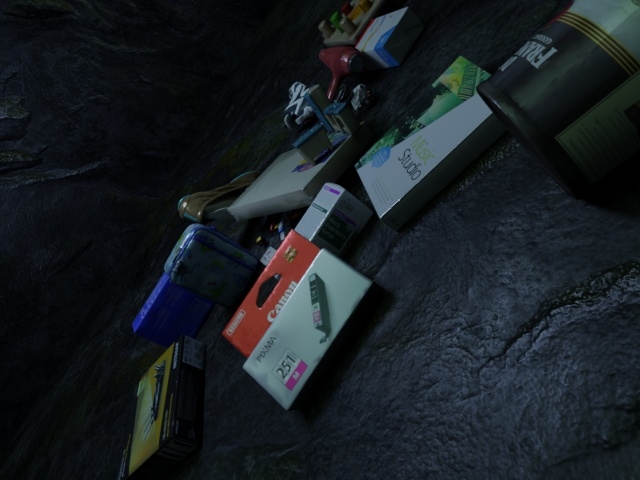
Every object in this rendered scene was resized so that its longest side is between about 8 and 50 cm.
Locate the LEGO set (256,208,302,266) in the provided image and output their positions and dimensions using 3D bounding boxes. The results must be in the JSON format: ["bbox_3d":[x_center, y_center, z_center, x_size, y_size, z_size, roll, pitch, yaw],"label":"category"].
[{"bbox_3d":[-0.103,-0.014,1.197,0.183,0.060,0.244,-55,29,-5],"label":"LEGO set"}]

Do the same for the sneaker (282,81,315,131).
[{"bbox_3d":[-0.085,-0.447,1.554,0.153,0.094,0.235,-47,40,-2],"label":"sneaker"}]

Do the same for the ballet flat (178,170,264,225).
[{"bbox_3d":[-0.267,-0.123,1.409,0.124,0.342,0.116,34,129,29],"label":"ballet flat"}]

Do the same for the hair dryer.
[{"bbox_3d":[0.039,-0.459,1.324,0.223,0.080,0.294,-30,56,39],"label":"hair dryer"}]

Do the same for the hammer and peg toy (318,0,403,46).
[{"bbox_3d":[0.116,-0.783,1.557,0.266,0.127,0.361,-53,30,5],"label":"hammer and peg toy"}]

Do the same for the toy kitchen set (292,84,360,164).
[{"bbox_3d":[-0.018,-0.296,1.153,0.166,0.122,0.207,-39,22,-1],"label":"toy kitchen set"}]

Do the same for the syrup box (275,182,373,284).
[{"bbox_3d":[0.000,0.000,0.992,0.237,0.093,0.096,-55,29,1],"label":"syrup box"}]

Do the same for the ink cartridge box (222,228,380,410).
[{"bbox_3d":[-0.057,0.135,0.872,0.238,0.060,0.275,34,90,28],"label":"ink cartridge box"}]

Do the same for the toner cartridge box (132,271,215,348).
[{"bbox_3d":[-0.387,0.144,1.346,0.348,0.165,0.075,-59,30,-6],"label":"toner cartridge box"}]

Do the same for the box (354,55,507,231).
[{"bbox_3d":[0.217,-0.199,0.907,0.322,0.058,0.232,-44,32,19],"label":"box"}]

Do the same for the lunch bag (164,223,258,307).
[{"bbox_3d":[-0.289,0.065,1.223,0.176,0.219,0.090,-59,30,-7],"label":"lunch bag"}]

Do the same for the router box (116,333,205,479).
[{"bbox_3d":[-0.399,0.434,1.162,0.243,0.081,0.309,-45,31,19],"label":"router box"}]

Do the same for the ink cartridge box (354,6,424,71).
[{"bbox_3d":[0.175,-0.571,1.313,0.134,0.078,0.231,-58,29,-3],"label":"ink cartridge box"}]

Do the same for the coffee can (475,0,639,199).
[{"bbox_3d":[0.368,-0.214,0.559,0.275,0.201,0.202,-42,33,22],"label":"coffee can"}]

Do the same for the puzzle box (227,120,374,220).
[{"bbox_3d":[-0.068,-0.175,1.232,0.408,0.052,0.272,-5,40,54],"label":"puzzle box"}]
